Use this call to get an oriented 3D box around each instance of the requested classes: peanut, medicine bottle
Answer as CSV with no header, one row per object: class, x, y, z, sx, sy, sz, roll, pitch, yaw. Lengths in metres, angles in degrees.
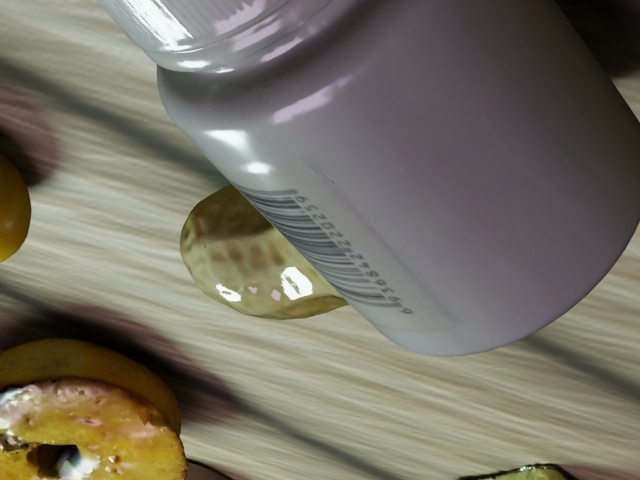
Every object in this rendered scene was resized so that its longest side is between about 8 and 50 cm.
peanut,0.000,0.000,1.136,0.274,0.111,0.125,-7,134,39
medicine bottle,0.021,-0.108,0.860,0.208,0.208,0.339,-8,137,40

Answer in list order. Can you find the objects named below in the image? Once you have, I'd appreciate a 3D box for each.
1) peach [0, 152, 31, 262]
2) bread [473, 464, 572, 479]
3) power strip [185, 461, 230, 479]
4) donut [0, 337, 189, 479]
peach,-0.332,-0.039,1.292,0.179,0.103,0.179,17,146,12
bread,0.179,0.362,1.446,0.167,0.264,0.163,44,141,-23
power strip,-0.153,0.318,1.760,0.154,0.078,0.154,14,146,9
donut,-0.257,0.202,1.568,0.253,0.118,0.253,5,139,4
